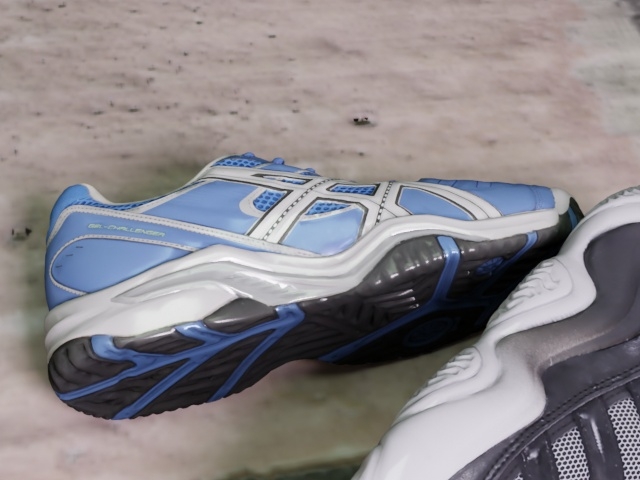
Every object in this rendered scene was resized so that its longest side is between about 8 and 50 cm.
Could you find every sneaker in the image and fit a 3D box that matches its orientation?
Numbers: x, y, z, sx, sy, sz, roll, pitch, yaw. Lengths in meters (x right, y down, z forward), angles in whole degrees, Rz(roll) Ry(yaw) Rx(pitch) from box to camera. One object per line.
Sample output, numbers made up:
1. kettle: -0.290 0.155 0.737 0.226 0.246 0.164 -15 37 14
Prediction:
1. sneaker: 0.101 0.094 0.416 0.153 0.101 0.268 34 51 18
2. sneaker: 0.000 0.000 0.485 0.211 0.080 0.081 -9 58 -19
